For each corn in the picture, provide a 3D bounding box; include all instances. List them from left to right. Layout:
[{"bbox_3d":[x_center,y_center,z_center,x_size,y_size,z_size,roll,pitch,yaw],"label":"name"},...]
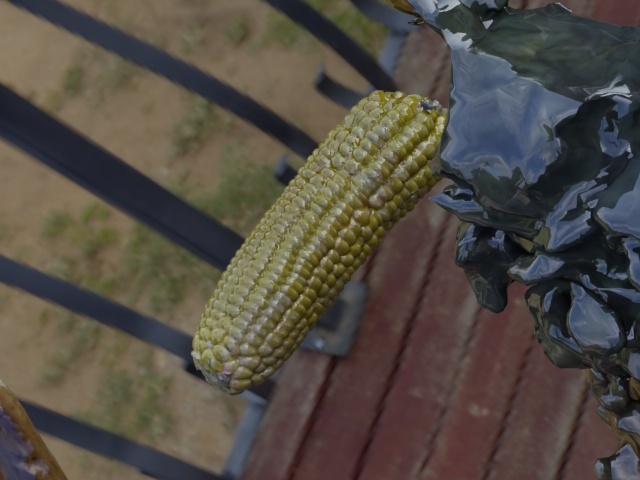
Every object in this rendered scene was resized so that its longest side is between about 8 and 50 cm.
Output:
[{"bbox_3d":[0.000,0.000,1.277,0.101,0.101,0.291,30,80,38],"label":"corn"}]

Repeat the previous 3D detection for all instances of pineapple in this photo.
[{"bbox_3d":[0.168,0.026,0.567,0.223,0.357,0.223,-41,22,20],"label":"pineapple"}]

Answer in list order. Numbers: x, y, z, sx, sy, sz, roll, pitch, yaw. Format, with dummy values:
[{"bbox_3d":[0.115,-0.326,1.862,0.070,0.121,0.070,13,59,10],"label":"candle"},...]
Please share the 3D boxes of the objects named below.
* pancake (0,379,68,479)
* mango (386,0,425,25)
[{"bbox_3d":[-0.289,0.213,1.191,0.244,0.057,0.266,4,108,8],"label":"pancake"},{"bbox_3d":[0.038,-0.140,0.628,0.077,0.127,0.063,-30,53,-6],"label":"mango"}]
